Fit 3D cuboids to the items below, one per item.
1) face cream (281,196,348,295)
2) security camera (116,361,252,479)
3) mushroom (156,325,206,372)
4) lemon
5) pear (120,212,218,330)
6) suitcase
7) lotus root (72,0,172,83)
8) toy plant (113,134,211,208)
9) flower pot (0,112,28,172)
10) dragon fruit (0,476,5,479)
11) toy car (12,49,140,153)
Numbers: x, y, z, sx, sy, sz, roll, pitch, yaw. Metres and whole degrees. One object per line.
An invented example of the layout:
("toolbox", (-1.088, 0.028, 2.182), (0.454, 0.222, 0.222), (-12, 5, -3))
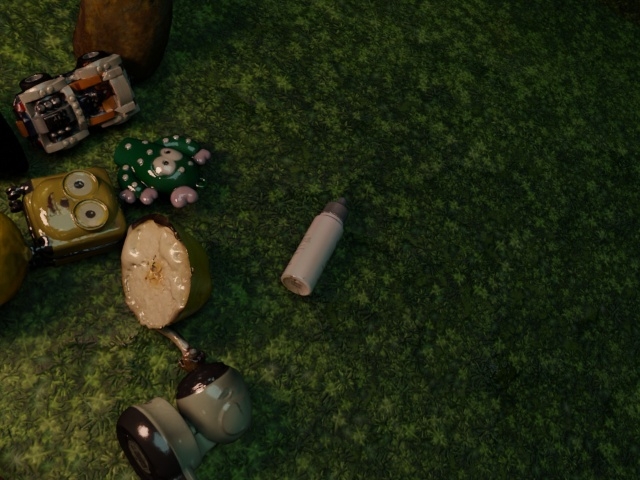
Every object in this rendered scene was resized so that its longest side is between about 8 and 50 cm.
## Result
("face cream", (0.000, 0.000, 1.596), (0.092, 0.092, 0.311), (31, 60, -5))
("security camera", (-0.268, 0.379, 1.265), (0.277, 0.197, 0.191), (-29, 89, -36))
("mushroom", (-0.341, 0.237, 1.383), (0.187, 0.061, 0.060), (40, 65, 13))
("lemon", (-0.747, 0.043, 1.194), (0.320, 0.245, 0.245), (-7, 68, -6))
("pear", (-0.338, 0.069, 1.396), (0.178, 0.267, 0.266), (-1, 62, -57))
("suitcase", (-0.572, -0.059, 1.370), (0.235, 0.143, 0.193), (-18, 74, -28))
("lotus root", (-0.508, -0.587, 1.534), (0.251, 0.346, 0.250), (11, 55, -16))
("toy plant", (-0.399, -0.179, 1.512), (0.243, 0.112, 0.232), (3, 55, -16))
("flower pot", (-0.802, -0.234, 1.325), (0.166, 0.269, 0.269), (-31, 80, -11))
("dragon fruit", (-0.692, 0.484, 1.016), (0.189, 0.290, 0.290), (14, 55, 26))
("toy car", (-0.595, -0.332, 1.460), (0.118, 0.193, 0.301), (23, 48, 38))
